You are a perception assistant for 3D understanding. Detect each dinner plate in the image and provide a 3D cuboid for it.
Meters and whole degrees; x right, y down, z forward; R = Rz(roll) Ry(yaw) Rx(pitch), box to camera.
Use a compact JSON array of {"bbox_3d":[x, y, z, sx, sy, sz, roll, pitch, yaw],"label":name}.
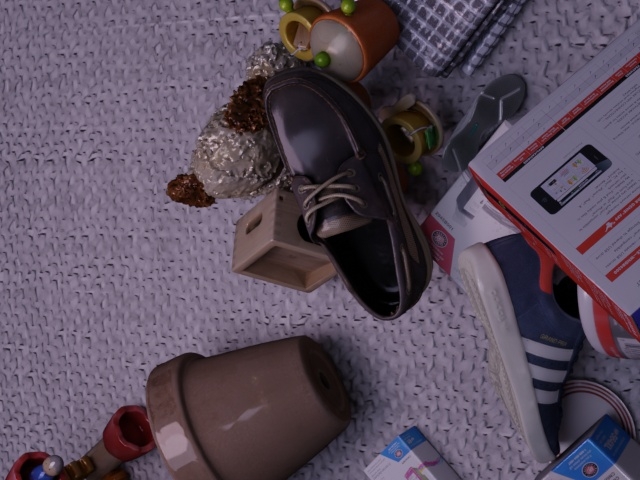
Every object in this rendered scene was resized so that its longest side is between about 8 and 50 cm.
[{"bbox_3d":[0.353,0.253,1.792,0.141,0.017,0.141,7,104,30],"label":"dinner plate"}]

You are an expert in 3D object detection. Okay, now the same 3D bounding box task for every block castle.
[{"bbox_3d":[-0.283,0.499,2.066,0.213,0.303,0.453,-43,76,37],"label":"block castle"}]

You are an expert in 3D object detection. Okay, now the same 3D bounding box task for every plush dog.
[{"bbox_3d":[-0.093,-0.124,1.868,0.210,0.225,0.262,43,118,18],"label":"plush dog"}]

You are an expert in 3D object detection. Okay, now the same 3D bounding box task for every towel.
[{"bbox_3d":[0.137,-0.375,1.741,0.283,0.121,0.235,45,120,16],"label":"towel"}]

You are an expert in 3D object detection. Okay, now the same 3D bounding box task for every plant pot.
[{"bbox_3d":[-0.089,0.248,1.949,0.229,0.263,0.263,-29,83,15],"label":"plant pot"}]

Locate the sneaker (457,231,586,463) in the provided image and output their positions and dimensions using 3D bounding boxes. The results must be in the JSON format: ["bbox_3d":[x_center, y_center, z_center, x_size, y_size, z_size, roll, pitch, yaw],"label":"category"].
[{"bbox_3d":[0.288,0.134,1.698,0.148,0.131,0.350,-22,126,-5],"label":"sneaker"}]

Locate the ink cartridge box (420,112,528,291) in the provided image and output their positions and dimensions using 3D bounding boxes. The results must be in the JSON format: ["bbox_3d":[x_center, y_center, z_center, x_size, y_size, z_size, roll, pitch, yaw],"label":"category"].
[{"bbox_3d":[0.249,-0.034,1.756,0.158,0.092,0.218,45,117,16],"label":"ink cartridge box"}]

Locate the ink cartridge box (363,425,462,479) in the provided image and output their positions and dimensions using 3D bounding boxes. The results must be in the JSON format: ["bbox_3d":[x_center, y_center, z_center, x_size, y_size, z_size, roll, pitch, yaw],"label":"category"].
[{"bbox_3d":[0.137,0.342,1.921,0.122,0.052,0.088,47,119,14],"label":"ink cartridge box"}]

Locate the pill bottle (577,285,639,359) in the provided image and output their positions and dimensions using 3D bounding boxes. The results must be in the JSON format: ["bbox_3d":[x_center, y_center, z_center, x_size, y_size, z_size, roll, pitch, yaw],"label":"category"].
[{"bbox_3d":[0.499,0.046,1.548,0.363,0.210,0.210,3,101,30],"label":"pill bottle"}]

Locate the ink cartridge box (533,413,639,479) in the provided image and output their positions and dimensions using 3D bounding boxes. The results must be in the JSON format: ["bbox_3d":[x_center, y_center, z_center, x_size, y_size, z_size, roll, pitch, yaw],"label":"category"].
[{"bbox_3d":[0.384,0.352,1.737,0.203,0.086,0.148,44,120,9],"label":"ink cartridge box"}]

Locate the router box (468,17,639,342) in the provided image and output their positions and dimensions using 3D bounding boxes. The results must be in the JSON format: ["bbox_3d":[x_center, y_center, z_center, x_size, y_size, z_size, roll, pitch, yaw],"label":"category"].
[{"bbox_3d":[0.385,-0.091,1.510,0.335,0.082,0.301,-40,49,0],"label":"router box"}]

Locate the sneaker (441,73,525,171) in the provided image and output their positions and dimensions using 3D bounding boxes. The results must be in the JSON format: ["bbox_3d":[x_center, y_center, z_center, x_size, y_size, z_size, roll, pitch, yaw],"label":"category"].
[{"bbox_3d":[0.210,-0.160,1.776,0.054,0.061,0.152,39,98,-9],"label":"sneaker"}]

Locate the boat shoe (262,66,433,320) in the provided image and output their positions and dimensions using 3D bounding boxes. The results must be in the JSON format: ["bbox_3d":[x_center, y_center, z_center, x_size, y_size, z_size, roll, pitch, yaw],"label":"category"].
[{"bbox_3d":[0.039,-0.054,1.687,0.132,0.130,0.355,-26,110,20],"label":"boat shoe"}]

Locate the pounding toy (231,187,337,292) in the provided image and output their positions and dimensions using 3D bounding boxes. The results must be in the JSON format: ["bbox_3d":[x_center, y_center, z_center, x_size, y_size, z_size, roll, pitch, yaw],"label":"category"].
[{"bbox_3d":[0.010,-0.002,1.881,0.181,0.206,0.094,-37,43,53],"label":"pounding toy"}]

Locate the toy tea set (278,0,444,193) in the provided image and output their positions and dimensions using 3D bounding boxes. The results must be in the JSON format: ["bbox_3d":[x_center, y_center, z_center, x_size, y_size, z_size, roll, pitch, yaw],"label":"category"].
[{"bbox_3d":[0.041,-0.168,1.771,0.200,0.124,0.336,-5,116,50],"label":"toy tea set"}]
